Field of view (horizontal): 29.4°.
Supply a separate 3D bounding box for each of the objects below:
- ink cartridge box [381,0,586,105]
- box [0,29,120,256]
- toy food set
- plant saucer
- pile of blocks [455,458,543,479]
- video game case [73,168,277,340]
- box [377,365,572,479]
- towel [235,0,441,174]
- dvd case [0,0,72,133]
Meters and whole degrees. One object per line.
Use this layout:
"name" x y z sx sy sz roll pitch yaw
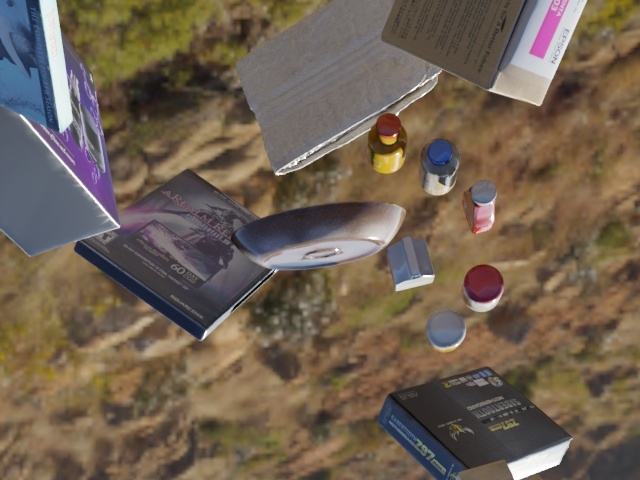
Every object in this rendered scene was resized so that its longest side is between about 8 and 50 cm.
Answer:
"ink cartridge box" 0.188 -0.282 1.273 0.088 0.235 0.193 13 -164 -41
"box" -0.278 -0.126 1.080 0.103 0.184 0.261 -19 156 4
"toy food set" 0.118 -0.014 1.191 0.111 0.232 0.104 -12 167 0
"plant saucer" 0.000 0.000 1.362 0.198 0.036 0.198 -8 168 -2
"pile of blocks" 0.198 0.350 0.994 0.112 0.362 0.149 -13 -169 -16
"video game case" -0.165 0.009 1.580 0.026 0.196 0.274 -61 171 32
"box" 0.226 0.275 1.775 0.232 0.183 0.059 -8 129 -41
"towel" 0.023 -0.232 1.671 0.282 0.187 0.049 -28 161 22
"dvd case" -0.167 -0.103 0.546 0.119 0.013 0.087 25 146 12
